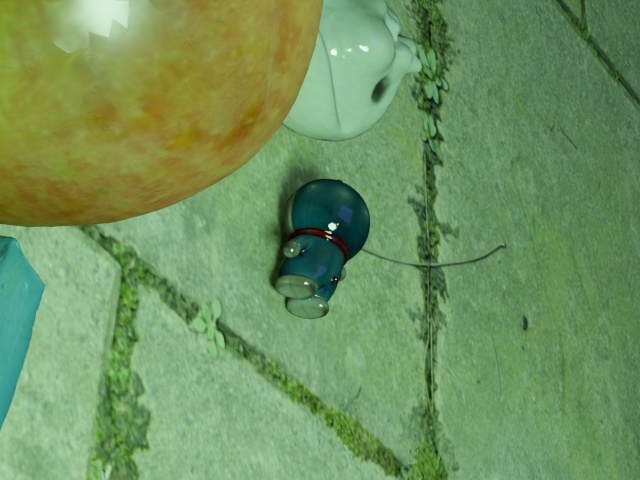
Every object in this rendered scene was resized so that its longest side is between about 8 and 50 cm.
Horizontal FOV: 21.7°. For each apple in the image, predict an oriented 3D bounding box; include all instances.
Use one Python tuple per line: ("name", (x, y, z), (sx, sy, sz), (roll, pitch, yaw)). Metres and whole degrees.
("apple", (-0.185, -0.202, 1.092), (0.346, 0.391, 0.391), (-11, 82, -74))

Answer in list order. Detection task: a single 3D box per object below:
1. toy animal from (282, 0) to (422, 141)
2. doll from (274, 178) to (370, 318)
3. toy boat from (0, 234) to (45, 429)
("toy animal", (-0.022, -0.242, 1.644), (0.249, 0.174, 0.289), (15, 58, -71))
("doll", (0.000, 0.000, 1.628), (0.114, 0.085, 0.152), (61, 37, -47))
("toy boat", (-0.263, 0.099, 1.093), (0.109, 0.098, 0.238), (65, 30, -46))
